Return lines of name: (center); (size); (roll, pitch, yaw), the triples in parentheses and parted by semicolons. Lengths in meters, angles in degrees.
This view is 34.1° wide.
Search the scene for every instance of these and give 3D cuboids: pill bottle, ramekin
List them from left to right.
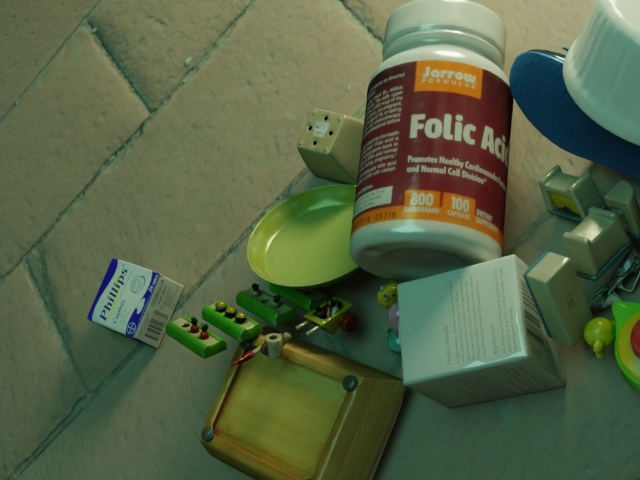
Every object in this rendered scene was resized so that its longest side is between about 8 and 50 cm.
pill bottle: (0.173, -0.147, 1.567); (0.224, 0.224, 0.392); (-6, 67, 33)
ramekin: (0.470, -0.248, 1.369); (0.277, 0.135, 0.277); (4, 46, -4)

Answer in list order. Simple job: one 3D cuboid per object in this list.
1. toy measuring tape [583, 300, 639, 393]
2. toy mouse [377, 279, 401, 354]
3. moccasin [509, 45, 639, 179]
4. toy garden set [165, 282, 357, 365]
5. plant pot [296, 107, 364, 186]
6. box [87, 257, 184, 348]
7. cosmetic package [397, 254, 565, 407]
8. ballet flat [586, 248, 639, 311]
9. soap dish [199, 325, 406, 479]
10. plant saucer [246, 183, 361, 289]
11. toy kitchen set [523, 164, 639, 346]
toy measuring tape: (0.489, 0.152, 1.298); (0.330, 0.121, 0.121); (8, 74, 27)
toy mouse: (0.114, 0.129, 1.555); (0.031, 0.161, 0.143); (-12, 75, -6)
moccasin: (0.421, -0.165, 1.476); (0.342, 0.117, 0.138); (41, 135, 26)
toy garden set: (-0.085, 0.116, 1.621); (0.204, 0.244, 0.049); (25, 127, 45)
plant pot: (0.024, -0.164, 1.758); (0.109, 0.096, 0.109); (19, 82, 38)
box: (-0.337, 0.113, 1.899); (0.137, 0.072, 0.126); (14, 78, 38)
cosmetic package: (0.222, 0.132, 1.455); (0.184, 0.151, 0.151); (-16, 61, 28)
ballet flat: (0.405, 0.065, 1.435); (0.114, 0.041, 0.041); (-51, 51, 7)
soap dish: (-0.037, 0.269, 1.594); (0.291, 0.118, 0.229); (17, 80, 37)
plant saucer: (0.000, 0.000, 1.690); (0.241, 0.037, 0.241); (-14, 39, 11)
toy kitchen set: (0.334, 0.015, 1.447); (0.207, 0.122, 0.166); (-41, 34, -19)
